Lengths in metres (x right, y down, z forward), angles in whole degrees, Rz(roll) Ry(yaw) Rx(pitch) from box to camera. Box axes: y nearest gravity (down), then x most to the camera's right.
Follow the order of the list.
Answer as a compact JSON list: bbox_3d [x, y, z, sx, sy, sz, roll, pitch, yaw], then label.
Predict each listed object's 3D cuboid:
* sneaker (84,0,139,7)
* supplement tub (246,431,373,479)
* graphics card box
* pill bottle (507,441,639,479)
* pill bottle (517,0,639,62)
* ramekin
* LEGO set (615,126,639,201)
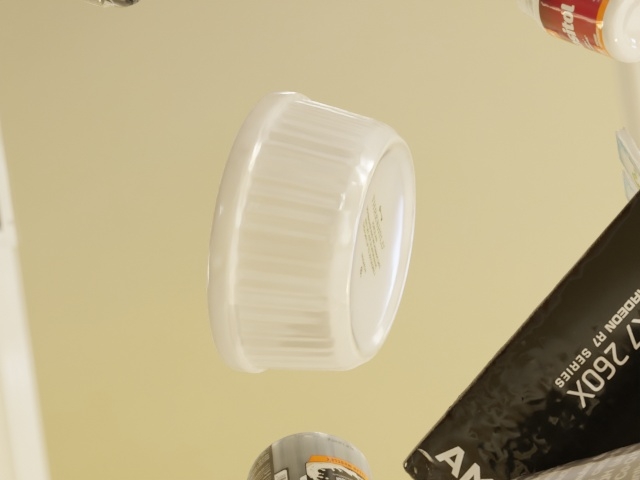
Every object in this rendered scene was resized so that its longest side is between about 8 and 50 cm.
[{"bbox_3d":[-0.030,-0.158,0.560,0.226,0.163,0.086,-3,179,-11],"label":"sneaker"},{"bbox_3d":[-0.002,0.263,1.480,0.117,0.117,0.190,-8,-149,-2],"label":"supplement tub"},{"bbox_3d":[0.213,-0.014,0.857,0.371,0.094,0.233,-51,170,24],"label":"graphics card box"},{"bbox_3d":[0.127,0.161,0.618,0.318,0.176,0.176,-24,169,37],"label":"pill bottle"},{"bbox_3d":[0.265,-0.233,1.690,0.086,0.086,0.152,-7,-157,-33],"label":"pill bottle"},{"bbox_3d":[0.000,0.000,1.606,0.127,0.273,0.273,10,-176,18],"label":"ramekin"},{"bbox_3d":[0.309,0.045,1.506,0.060,0.244,0.182,-25,148,1],"label":"LEGO set"}]
